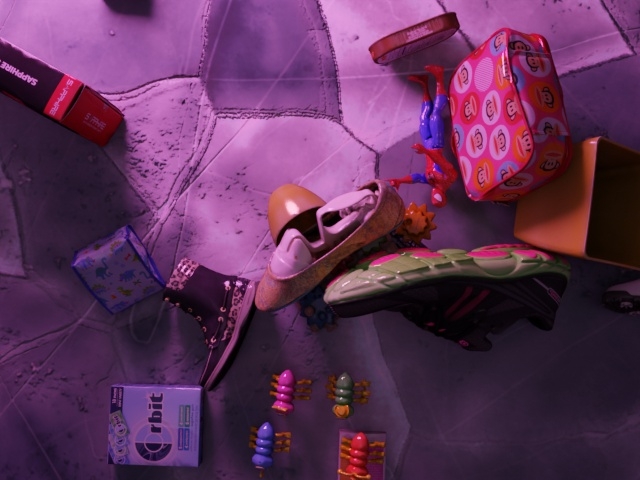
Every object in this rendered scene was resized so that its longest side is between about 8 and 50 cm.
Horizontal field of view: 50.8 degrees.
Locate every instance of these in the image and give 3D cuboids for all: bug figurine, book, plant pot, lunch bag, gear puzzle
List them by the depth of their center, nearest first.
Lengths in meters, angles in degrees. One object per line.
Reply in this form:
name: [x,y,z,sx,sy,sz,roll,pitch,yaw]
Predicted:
plant pot: [0.490,-0.061,1.270,0.212,0.187,0.212,10,86,-34]
lunch bag: [0.336,-0.221,1.278,0.120,0.258,0.293,2,71,-23]
bug figurine: [-0.015,0.362,1.313,0.279,0.072,0.216,1,82,14]
plant pot: [-0.053,-0.056,1.347,0.134,0.134,0.095,-34,63,-1]
gear puzzle: [0.087,0.041,1.348,0.339,0.044,0.175,-31,84,5]
book: [0.083,0.456,1.350,0.096,0.035,0.144,3,87,-1]
lunch bag: [-0.403,0.064,1.358,0.129,0.096,0.151,-27,115,0]

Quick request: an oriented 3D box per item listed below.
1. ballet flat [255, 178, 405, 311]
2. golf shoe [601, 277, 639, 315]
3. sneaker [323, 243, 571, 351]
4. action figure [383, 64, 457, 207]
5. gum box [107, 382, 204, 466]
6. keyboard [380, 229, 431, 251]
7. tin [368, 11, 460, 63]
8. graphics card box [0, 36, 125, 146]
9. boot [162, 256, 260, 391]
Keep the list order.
ballet flat: [0.000,0.000,1.285,0.348,0.123,0.123,-34,86,0]
golf shoe: [0.681,0.079,1.335,0.273,0.105,0.120,-7,71,-5]
sneaker: [0.247,0.117,1.270,0.483,0.185,0.202,-2,98,-8]
action figure: [0.195,-0.201,1.344,0.139,0.091,0.280,-7,86,-27]
gum box: [-0.331,0.372,1.361,0.184,0.041,0.157,2,87,3]
keyboard: [0.185,0.055,1.376,0.180,0.023,0.108,41,89,4]
tin: [0.190,-0.407,1.361,0.190,0.106,0.040,-21,87,1]
graphics card box: [-0.594,-0.324,1.316,0.371,0.233,0.094,30,88,2]
boot: [-0.238,0.163,1.352,0.179,0.085,0.236,23,81,5]
